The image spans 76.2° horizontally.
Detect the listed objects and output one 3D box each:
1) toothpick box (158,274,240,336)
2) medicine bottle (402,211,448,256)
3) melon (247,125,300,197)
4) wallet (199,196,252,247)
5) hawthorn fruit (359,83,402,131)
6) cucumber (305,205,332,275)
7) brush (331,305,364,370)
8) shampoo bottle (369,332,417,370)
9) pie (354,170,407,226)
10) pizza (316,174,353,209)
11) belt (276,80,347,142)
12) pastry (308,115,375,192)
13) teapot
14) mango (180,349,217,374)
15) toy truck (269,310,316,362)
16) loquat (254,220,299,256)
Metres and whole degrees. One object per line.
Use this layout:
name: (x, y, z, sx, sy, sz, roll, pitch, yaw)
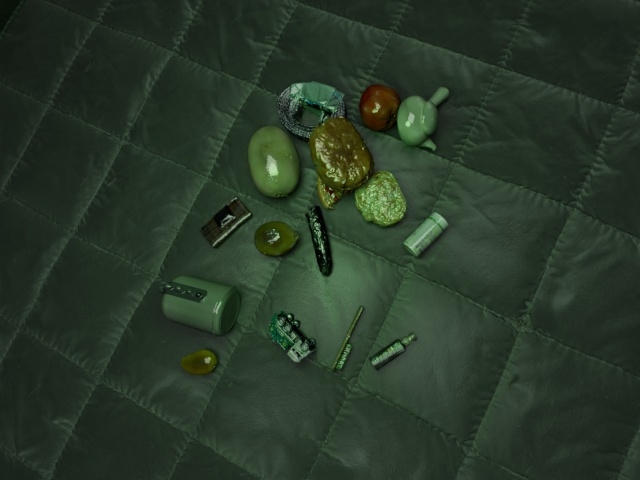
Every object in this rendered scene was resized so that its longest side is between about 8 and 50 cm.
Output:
toothpick box: (-0.519, 0.256, 1.698, 0.315, 0.229, 0.229, 13, 82, 11)
medicine bottle: (0.432, -0.023, 1.681, 0.183, 0.086, 0.086, -44, 77, -1)
melon: (-0.200, -0.335, 1.764, 0.222, 0.223, 0.318, -14, 79, 6)
wallet: (-0.428, -0.082, 1.842, 0.230, 0.042, 0.124, -42, 79, 1)
hawthorn fruit: (0.242, -0.586, 1.768, 0.196, 0.196, 0.226, -37, 62, 1)
cucumber: (0.000, 0.000, 1.746, 0.072, 0.081, 0.304, -9, 77, -23)
brush: (0.121, 0.402, 1.667, 0.048, 0.054, 0.283, 24, 84, 3)
shampoo bottle: (0.295, 0.439, 1.632, 0.207, 0.063, 0.057, -35, 67, 3)
pie: (0.252, -0.173, 1.735, 0.200, 0.090, 0.248, -25, 77, 14)
pizza: (0.082, -0.240, 1.786, 0.198, 0.062, 0.189, -15, 80, 4)
belt: (-0.038, -0.576, 1.835, 0.324, 0.122, 0.261, 23, 91, 13)
pastry: (0.082, -0.351, 1.707, 0.254, 0.162, 0.311, -20, 84, -15)
teapot: (0.432, -0.547, 1.720, 0.148, 0.219, 0.319, 5, 74, 36)
mango: (-0.515, 0.517, 1.729, 0.160, 0.076, 0.104, -9, 83, 10)
toy truck: (-0.126, 0.400, 1.681, 0.216, 0.110, 0.116, 46, 102, 12)
loquat: (-0.189, -0.007, 1.742, 0.194, 0.152, 0.152, -7, 79, 16)
